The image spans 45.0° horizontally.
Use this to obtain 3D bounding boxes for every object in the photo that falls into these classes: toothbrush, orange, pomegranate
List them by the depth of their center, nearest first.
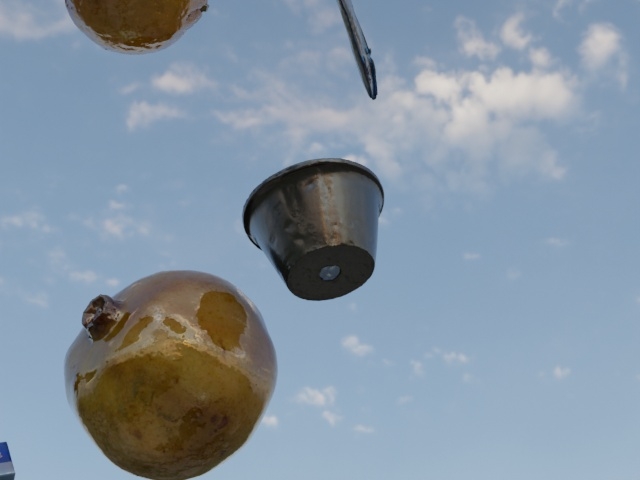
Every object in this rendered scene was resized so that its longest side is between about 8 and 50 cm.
[{"bbox_3d":[-0.256,-0.369,1.090,0.219,0.219,0.193,-33,-71,33],"label":"orange"},{"bbox_3d":[0.044,-0.417,1.358,0.042,0.035,0.413,12,-39,34],"label":"toothbrush"},{"bbox_3d":[-0.293,0.247,1.456,0.417,0.416,0.416,-1,-39,-1],"label":"pomegranate"}]

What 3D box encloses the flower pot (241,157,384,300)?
[{"bbox_3d":[0.000,0.000,1.379,0.269,0.166,0.269,-8,-37,-6],"label":"flower pot"}]

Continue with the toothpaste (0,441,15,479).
[{"bbox_3d":[-0.386,0.340,0.843,0.066,0.053,0.272,-1,-59,-35],"label":"toothpaste"}]
